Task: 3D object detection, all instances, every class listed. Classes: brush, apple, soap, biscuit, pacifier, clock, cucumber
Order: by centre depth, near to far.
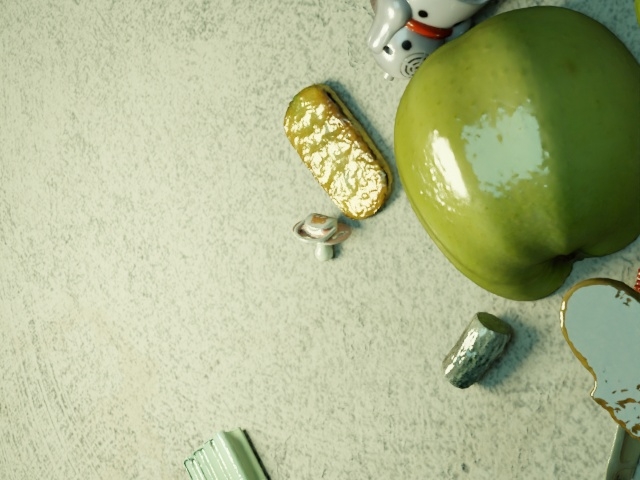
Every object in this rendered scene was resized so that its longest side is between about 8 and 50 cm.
[{"bbox_3d":[0.505,0.096,1.282,0.368,0.076,0.394,41,105,21],"label":"biscuit"},{"bbox_3d":[0.409,0.157,1.397,0.050,0.060,0.320,20,101,48],"label":"brush"},{"bbox_3d":[0.275,-0.116,1.481,0.320,0.312,0.360,104,147,-69],"label":"apple"},{"bbox_3d":[0.219,0.158,1.538,0.064,0.064,0.112,44,117,29],"label":"cucumber"},{"bbox_3d":[0.150,-0.340,1.545,0.189,0.189,0.254,53,133,24],"label":"clock"},{"bbox_3d":[0.000,0.000,1.700,0.099,0.081,0.078,19,129,36],"label":"pacifier"},{"bbox_3d":[0.026,-0.141,1.703,0.118,0.029,0.247,-50,62,33],"label":"biscuit"},{"bbox_3d":[-0.138,0.421,1.794,0.114,0.063,0.198,-42,66,30],"label":"soap"}]

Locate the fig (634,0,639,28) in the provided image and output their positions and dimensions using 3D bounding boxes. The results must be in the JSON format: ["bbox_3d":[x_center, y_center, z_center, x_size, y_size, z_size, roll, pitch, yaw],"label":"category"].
[{"bbox_3d":[0.512,-0.237,1.188,0.316,0.316,0.316,-1,89,37],"label":"fig"}]
